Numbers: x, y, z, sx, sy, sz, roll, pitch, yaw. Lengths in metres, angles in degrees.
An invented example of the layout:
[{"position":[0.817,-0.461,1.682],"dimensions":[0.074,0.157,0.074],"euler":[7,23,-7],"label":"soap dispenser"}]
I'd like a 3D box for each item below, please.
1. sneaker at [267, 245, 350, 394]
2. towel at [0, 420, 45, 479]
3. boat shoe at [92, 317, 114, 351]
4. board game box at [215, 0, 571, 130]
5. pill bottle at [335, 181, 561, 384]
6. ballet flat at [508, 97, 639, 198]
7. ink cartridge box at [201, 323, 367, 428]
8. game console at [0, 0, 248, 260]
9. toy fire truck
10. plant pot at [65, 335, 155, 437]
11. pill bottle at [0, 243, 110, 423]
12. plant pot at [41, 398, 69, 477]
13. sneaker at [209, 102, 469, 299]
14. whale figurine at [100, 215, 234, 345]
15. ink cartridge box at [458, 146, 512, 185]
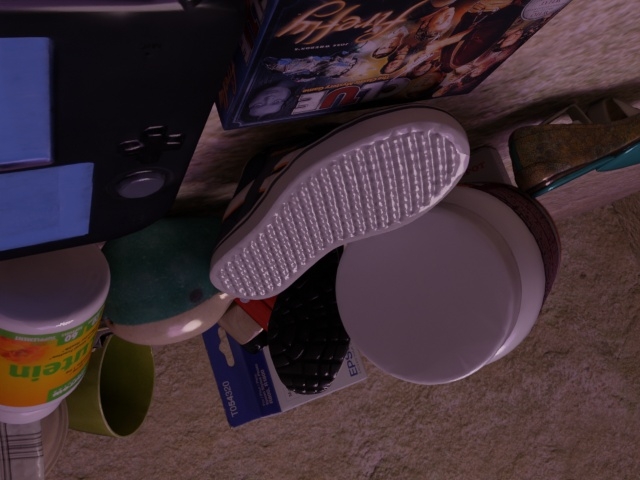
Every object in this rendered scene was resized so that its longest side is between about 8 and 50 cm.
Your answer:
[{"position":[-0.001,0.054,0.754],"dimensions":[0.107,0.283,0.124],"euler":[-1,175,13],"label":"sneaker"},{"position":[-0.587,0.306,0.854],"dimensions":[0.312,0.324,0.056],"euler":[-2,-173,-22],"label":"towel"},{"position":[-0.437,0.166,1.120],"dimensions":[0.305,0.091,0.109],"euler":[-16,170,-14],"label":"boat shoe"},{"position":[0.053,-0.152,0.420],"dimensions":[0.243,0.042,0.165],"euler":[-14,170,-23],"label":"board game box"},{"position":[0.185,0.036,0.752],"dimensions":[0.224,0.224,0.392],"euler":[-24,175,27],"label":"pill bottle"},{"position":[0.416,-0.156,0.861],"dimensions":[0.349,0.123,0.123],"euler":[-17,170,-28],"label":"ballet flat"},{"position":[-0.085,0.193,1.232],"dimensions":[0.330,0.324,0.071],"euler":[-11,167,-38],"label":"ink cartridge box"},{"position":[-0.266,-0.048,0.365],"dimensions":[0.387,0.060,0.342],"euler":[-14,169,-29],"label":"game console"},{"position":[-0.042,0.040,0.891],"dimensions":[0.246,0.158,0.217],"euler":[-38,-160,12],"label":"toy fire truck"},{"position":[-0.603,0.343,1.402],"dimensions":[0.294,0.274,0.275],"euler":[-4,172,10],"label":"plant pot"},{"position":[-0.326,0.106,0.643],"dimensions":[0.136,0.136,0.245],"euler":[-10,145,-39],"label":"pill bottle"},{"position":[-0.651,0.323,1.058],"dimensions":[0.334,0.333,0.305],"euler":[-13,158,-28],"label":"plant pot"},{"position":[-0.001,-0.059,0.579],"dimensions":[0.126,0.127,0.321],"euler":[33,133,-32],"label":"sneaker"},{"position":[-0.165,0.015,0.742],"dimensions":[0.216,0.141,0.272],"euler":[11,-144,44],"label":"whale figurine"},{"position":[0.265,-0.028,0.980],"dimensions":[0.160,0.219,0.092],"euler":[-23,173,27],"label":"ink cartridge box"}]
